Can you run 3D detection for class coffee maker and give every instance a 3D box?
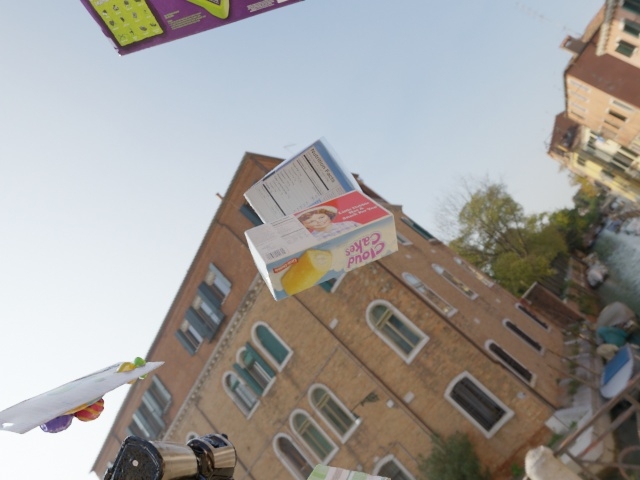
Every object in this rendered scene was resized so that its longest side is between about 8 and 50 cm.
[{"bbox_3d":[-0.233,0.380,0.650,0.171,0.120,0.178,-50,-35,2],"label":"coffee maker"}]

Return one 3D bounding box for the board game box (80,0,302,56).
[{"bbox_3d":[-0.200,-0.379,0.556,0.208,0.347,0.056,58,-140,-46],"label":"board game box"}]

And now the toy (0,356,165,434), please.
[{"bbox_3d":[-0.388,0.264,0.702,0.237,0.137,0.056,-23,-77,-59],"label":"toy"}]

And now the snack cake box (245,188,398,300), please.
[{"bbox_3d":[0.000,0.000,0.857,0.264,0.152,0.089,-22,-59,-14],"label":"snack cake box"}]

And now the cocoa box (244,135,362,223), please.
[{"bbox_3d":[-0.022,-0.126,1.168,0.228,0.231,0.347,-34,11,10],"label":"cocoa box"}]

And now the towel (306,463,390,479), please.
[{"bbox_3d":[0.023,0.394,0.660,0.152,0.023,0.113,-13,9,41],"label":"towel"}]
